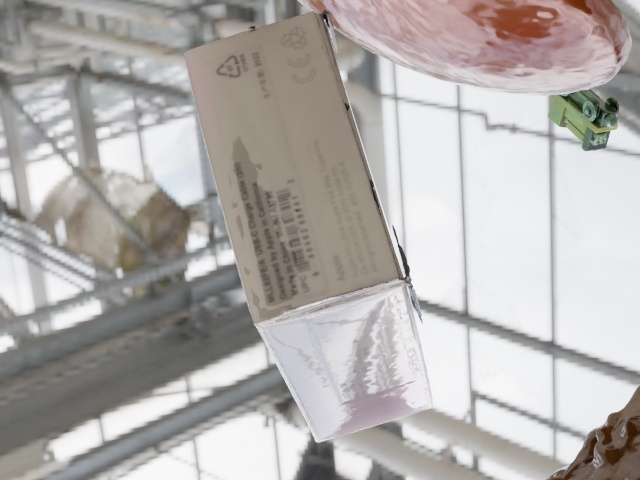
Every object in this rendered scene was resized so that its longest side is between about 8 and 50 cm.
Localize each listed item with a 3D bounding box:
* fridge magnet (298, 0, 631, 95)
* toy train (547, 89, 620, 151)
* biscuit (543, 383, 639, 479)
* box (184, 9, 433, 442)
[{"bbox_3d":[0.104,-0.238,1.141,0.364,0.155,0.363,25,173,3],"label":"fridge magnet"},{"bbox_3d":[0.355,-0.175,1.753,0.050,0.081,0.122,-8,-140,-26],"label":"toy train"},{"bbox_3d":[0.391,0.183,0.920,0.343,0.395,0.166,35,-166,-13],"label":"biscuit"},{"bbox_3d":[0.000,0.000,0.888,0.106,0.251,0.203,-18,-116,1],"label":"box"}]
